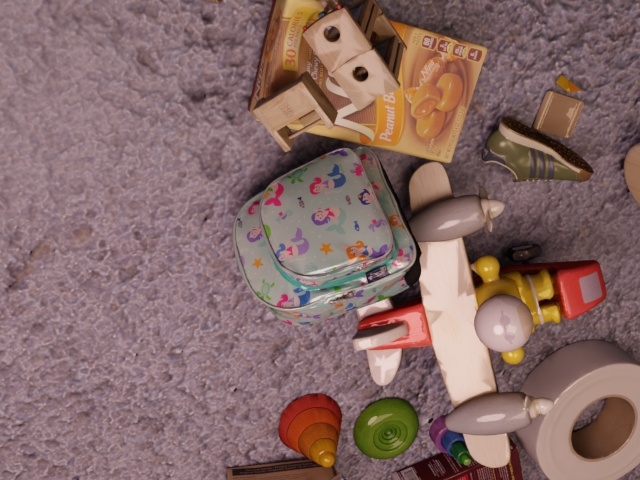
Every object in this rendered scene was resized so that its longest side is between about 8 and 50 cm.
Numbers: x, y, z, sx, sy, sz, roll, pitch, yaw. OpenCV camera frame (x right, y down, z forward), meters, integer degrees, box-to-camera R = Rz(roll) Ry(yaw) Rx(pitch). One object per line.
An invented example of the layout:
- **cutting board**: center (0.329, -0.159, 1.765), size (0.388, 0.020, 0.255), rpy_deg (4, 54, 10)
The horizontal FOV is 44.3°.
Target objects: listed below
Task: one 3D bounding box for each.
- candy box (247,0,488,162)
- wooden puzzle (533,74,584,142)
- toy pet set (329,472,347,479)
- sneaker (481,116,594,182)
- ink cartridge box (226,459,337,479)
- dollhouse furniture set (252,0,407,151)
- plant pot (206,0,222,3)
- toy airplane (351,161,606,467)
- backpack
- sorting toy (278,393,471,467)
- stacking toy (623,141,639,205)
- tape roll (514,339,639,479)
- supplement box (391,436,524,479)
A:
- **candy box**: center (0.068, -0.239, 1.162), size (0.317, 0.087, 0.182), rpy_deg (9, 108, -20)
- **wooden puzzle**: center (0.399, -0.212, 1.317), size (0.079, 0.014, 0.116), rpy_deg (20, 104, -19)
- **toy pet set**: center (0.014, 0.455, 1.315), size (0.114, 0.065, 0.122), rpy_deg (-37, 108, 3)
- **sneaker**: center (0.353, -0.130, 1.307), size (0.192, 0.064, 0.086), rpy_deg (23, 125, -19)
- **ink cartridge box**: center (-0.064, 0.517, 1.402), size (0.193, 0.088, 0.234), rpy_deg (-4, 107, -8)
- **dollhouse furniture set**: center (-0.001, -0.237, 1.045), size (0.184, 0.129, 0.129), rpy_deg (-26, 117, 27)
- **plant pot**: center (-0.245, -0.424, 0.925), size (0.274, 0.256, 0.256), rpy_deg (5, 110, -2)
- **toy airplane**: center (0.233, 0.119, 1.251), size (0.386, 0.272, 0.384), rpy_deg (32, 89, -8)
- **backpack**: center (0.000, 0.000, 1.153), size (0.254, 0.225, 0.191), rpy_deg (-24, 158, 9)
- **sorting toy**: center (0.113, 0.364, 1.398), size (0.366, 0.126, 0.127), rpy_deg (8, 108, -19)
- **stacking toy**: center (0.705, -0.163, 1.368), size (0.330, 0.141, 0.141), rpy_deg (-24, 116, -11)
- **tape roll**: center (0.524, 0.340, 1.528), size (0.286, 0.100, 0.286), rpy_deg (-6, 112, -15)
- **supplement box**: center (0.269, 0.472, 1.517), size (0.240, 0.073, 0.130), rpy_deg (-19, 116, -8)
